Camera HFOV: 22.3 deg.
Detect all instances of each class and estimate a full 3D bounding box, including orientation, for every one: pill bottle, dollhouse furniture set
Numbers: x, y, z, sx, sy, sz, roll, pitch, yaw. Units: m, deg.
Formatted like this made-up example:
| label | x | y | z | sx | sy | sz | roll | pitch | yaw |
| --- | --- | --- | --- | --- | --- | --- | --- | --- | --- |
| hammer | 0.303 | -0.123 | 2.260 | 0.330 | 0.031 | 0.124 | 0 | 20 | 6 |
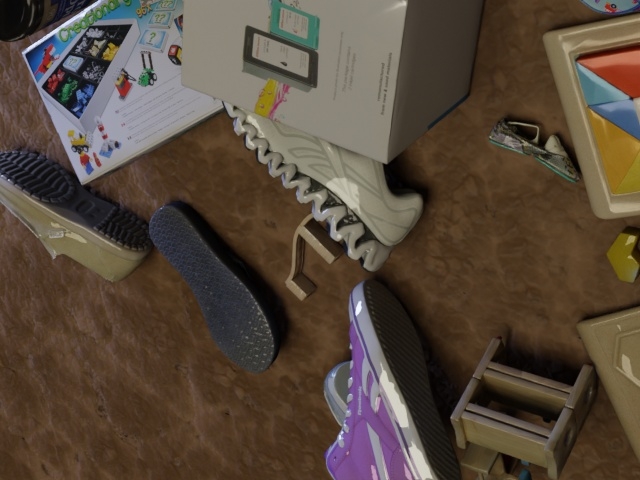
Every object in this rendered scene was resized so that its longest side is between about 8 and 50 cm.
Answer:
| label | x | y | z | sx | sy | sz | roll | pitch | yaw |
| --- | --- | --- | --- | --- | --- | --- | --- | --- | --- |
| pill bottle | -0.316 | -0.326 | 1.923 | 0.123 | 0.219 | 0.123 | 17 | 124 | 27 |
| dollhouse furniture set | 0.250 | 0.229 | 1.935 | 0.129 | 0.129 | 0.183 | 17 | 148 | 26 |

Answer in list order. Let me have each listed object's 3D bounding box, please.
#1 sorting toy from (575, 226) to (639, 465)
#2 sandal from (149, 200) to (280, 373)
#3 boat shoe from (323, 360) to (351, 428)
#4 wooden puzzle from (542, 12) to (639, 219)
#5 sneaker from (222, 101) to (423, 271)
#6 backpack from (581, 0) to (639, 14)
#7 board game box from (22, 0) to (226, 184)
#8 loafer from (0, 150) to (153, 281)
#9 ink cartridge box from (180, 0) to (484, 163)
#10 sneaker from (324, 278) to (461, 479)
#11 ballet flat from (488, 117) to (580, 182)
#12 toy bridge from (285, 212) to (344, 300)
| label | x | y | z | sx | sy | sz | roll | pitch | yaw |
| --- | --- | --- | --- | --- | --- | --- | --- | --- | --- |
| sorting toy | 0.395 | 0.122 | 1.809 | 0.229 | 0.041 | 0.307 | -17 | 105 | 39 |
| sandal | -0.126 | 0.054 | 2.128 | 0.097 | 0.054 | 0.254 | -37 | 82 | 34 |
| boat shoe | 0.085 | 0.252 | 2.082 | 0.227 | 0.079 | 0.081 | 53 | 161 | -1 |
| wooden puzzle | 0.358 | -0.131 | 1.690 | 0.239 | 0.044 | 0.221 | -6 | 112 | 37 |
| sneaker | 0.000 | -0.100 | 1.888 | 0.118 | 0.110 | 0.292 | -43 | 106 | 6 |
| backpack | 0.294 | -0.299 | 1.593 | 0.158 | 0.117 | 0.173 | 46 | 134 | 5 |
| board game box | -0.232 | -0.210 | 2.024 | 0.305 | 0.053 | 0.193 | -24 | 91 | 41 |
| loafer | -0.352 | -0.028 | 2.195 | 0.268 | 0.102 | 0.092 | 32 | 123 | 15 |
| ink cartridge box | 0.013 | -0.245 | 1.759 | 0.270 | 0.198 | 0.197 | 23 | 127 | 23 |
| sneaker | 0.053 | 0.199 | 1.982 | 0.161 | 0.102 | 0.282 | -26 | 71 | 32 |
| ballet flat | 0.241 | -0.104 | 1.791 | 0.114 | 0.041 | 0.041 | 28 | 128 | 18 |
| toy bridge | 0.000 | 0.000 | 2.020 | 0.063 | 0.026 | 0.188 | 45 | 131 | 8 |
